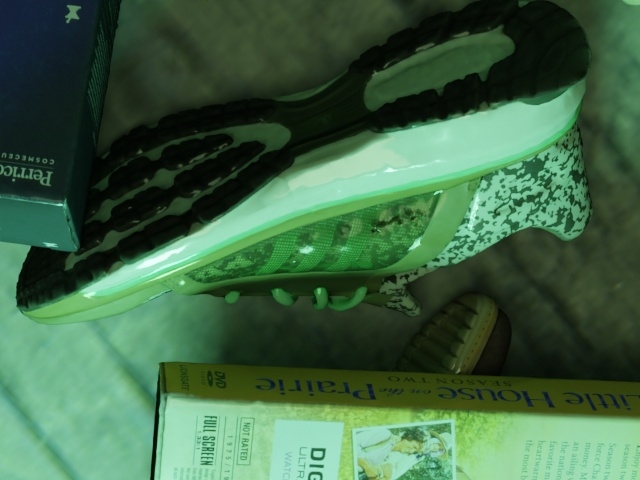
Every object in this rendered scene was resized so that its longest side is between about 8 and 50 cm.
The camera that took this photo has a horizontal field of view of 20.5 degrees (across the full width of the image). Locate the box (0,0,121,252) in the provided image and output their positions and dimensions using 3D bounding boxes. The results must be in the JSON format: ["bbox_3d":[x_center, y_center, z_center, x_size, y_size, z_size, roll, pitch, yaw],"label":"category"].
[{"bbox_3d":[-0.209,-0.110,1.089,0.153,0.108,0.207,6,74,-2],"label":"box"}]

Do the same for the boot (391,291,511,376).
[{"bbox_3d":[0.133,0.171,1.240,0.207,0.090,0.248,19,105,-17],"label":"boot"}]

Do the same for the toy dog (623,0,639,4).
[{"bbox_3d":[0.267,-0.268,1.082,0.334,0.161,0.220,-8,104,-12],"label":"toy dog"}]

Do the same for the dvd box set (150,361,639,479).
[{"bbox_3d":[0.091,0.233,1.176,0.420,0.062,0.307,2,112,-7],"label":"dvd box set"}]

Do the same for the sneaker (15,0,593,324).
[{"bbox_3d":[0.000,0.000,1.157,0.410,0.158,0.182,-19,123,11],"label":"sneaker"}]
